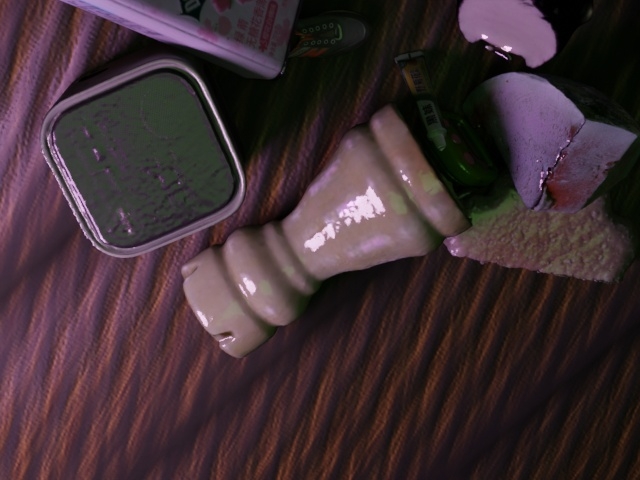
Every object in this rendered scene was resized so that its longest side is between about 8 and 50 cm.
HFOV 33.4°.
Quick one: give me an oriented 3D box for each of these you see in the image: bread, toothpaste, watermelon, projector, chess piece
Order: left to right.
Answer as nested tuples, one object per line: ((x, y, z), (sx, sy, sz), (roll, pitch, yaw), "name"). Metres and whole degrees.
((-0.254, -0.144, 1.595), (0.248, 0.249, 0.248), (-23, 108, 1), "projector")
((0.000, 0.000, 1.690), (0.442, 0.234, 0.234), (-34, 108, 8), "chess piece")
((0.162, -0.219, 1.662), (0.049, 0.204, 0.031), (-13, 145, -2), "toothpaste")
((0.371, -0.040, 1.779), (0.337, 0.102, 0.183), (10, 103, -7), "bread")
((0.377, -0.135, 1.672), (0.289, 0.319, 0.214), (25, 84, -41), "watermelon")

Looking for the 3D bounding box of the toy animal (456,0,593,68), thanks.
((0.328, -0.405, 1.603), (0.212, 0.212, 0.267), (41, 62, -16), "toy animal")

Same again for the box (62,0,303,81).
((-0.186, -0.361, 1.468), (0.369, 0.112, 0.190), (18, 87, -44), "box")

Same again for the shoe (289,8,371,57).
((-0.014, -0.315, 1.658), (0.194, 0.077, 0.074), (-5, 107, -4), "shoe")

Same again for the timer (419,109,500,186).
((0.220, -0.145, 1.701), (0.047, 0.128, 0.140), (-41, 69, 29), "timer")
